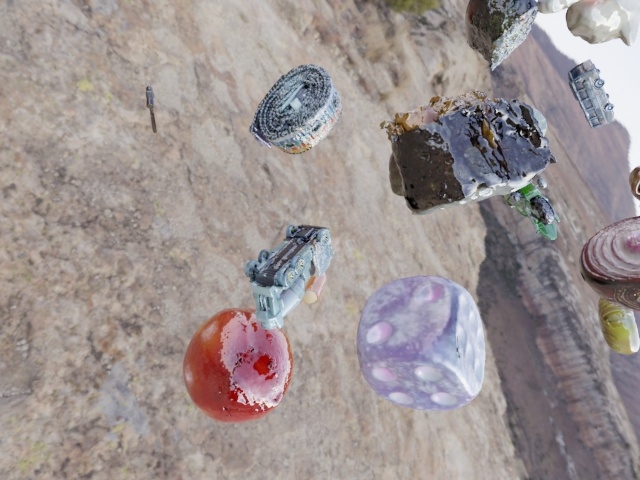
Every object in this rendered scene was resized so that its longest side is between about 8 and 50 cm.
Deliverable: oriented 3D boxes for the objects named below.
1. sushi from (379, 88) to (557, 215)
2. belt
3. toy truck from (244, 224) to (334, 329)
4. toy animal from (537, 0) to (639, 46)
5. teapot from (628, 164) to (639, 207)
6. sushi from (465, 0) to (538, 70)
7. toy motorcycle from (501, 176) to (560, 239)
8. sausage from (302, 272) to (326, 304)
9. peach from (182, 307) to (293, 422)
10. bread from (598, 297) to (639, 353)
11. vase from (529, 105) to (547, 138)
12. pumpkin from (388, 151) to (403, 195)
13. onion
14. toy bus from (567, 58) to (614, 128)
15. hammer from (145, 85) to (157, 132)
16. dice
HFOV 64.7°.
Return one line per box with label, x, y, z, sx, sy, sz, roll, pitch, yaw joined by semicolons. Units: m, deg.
sushi;0.291;-0.179;0.941;0.349;0.235;0.207;-22;92;-43
belt;-0.065;-0.397;1.599;0.207;0.295;0.160;37;-2;25
toy truck;-0.066;0.075;1.144;0.256;0.108;0.140;-47;135;-45
toy animal;0.523;-0.504;0.918;0.188;0.266;0.307;32;31;-15
teapot;1.034;-0.157;1.572;0.252;0.135;0.178;8;23;-35
sushi;0.413;-0.499;1.159;0.126;0.136;0.225;50;9;15
toy motorcycle;0.435;-0.088;1.075;0.106;0.074;0.190;57;7;-45
sausage;-0.019;0.184;2.118;0.071;0.071;0.234;57;22;-12
peach;-0.249;0.382;1.568;0.370;0.370;0.369;45;29;-34
bread;0.981;0.268;1.674;0.213;0.105;0.213;34;48;-49
vase;0.690;-0.345;1.934;0.165;0.360;0.165;44;3;-3
pumpkin;0.287;-0.268;1.858;0.130;0.149;0.253;43;14;-34
onion;0.773;0.078;1.255;0.206;0.207;0.216;42;50;-30
toy bus;0.606;-0.323;1.128;0.166;0.065;0.047;41;40;-35
hammer;-0.467;-0.347;1.399;0.021;0.178;0.065;-4;66;-16
dice;0.271;0.271;1.343;0.270;0.272;0.270;56;38;-34
